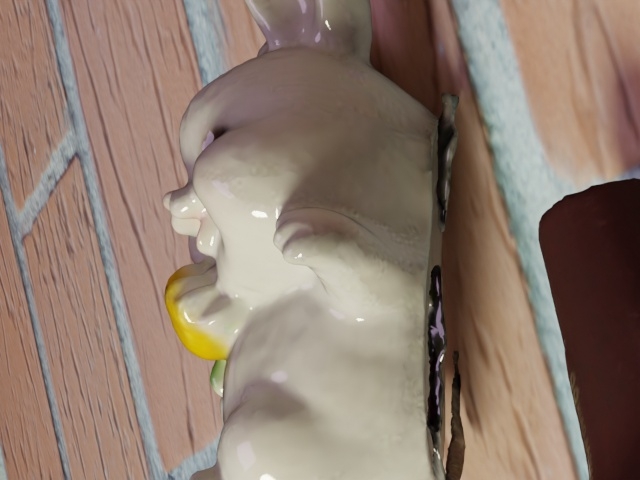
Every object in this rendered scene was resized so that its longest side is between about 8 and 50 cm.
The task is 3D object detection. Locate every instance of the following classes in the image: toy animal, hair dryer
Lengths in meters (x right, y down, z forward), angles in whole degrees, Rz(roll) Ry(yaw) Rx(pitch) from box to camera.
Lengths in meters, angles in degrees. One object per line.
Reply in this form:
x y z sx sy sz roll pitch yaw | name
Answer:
-0.001 0.001 0.896 0.208 0.154 0.325 77 -165 -64 | toy animal
0.146 0.187 0.702 0.340 0.123 0.312 89 171 -49 | hair dryer
